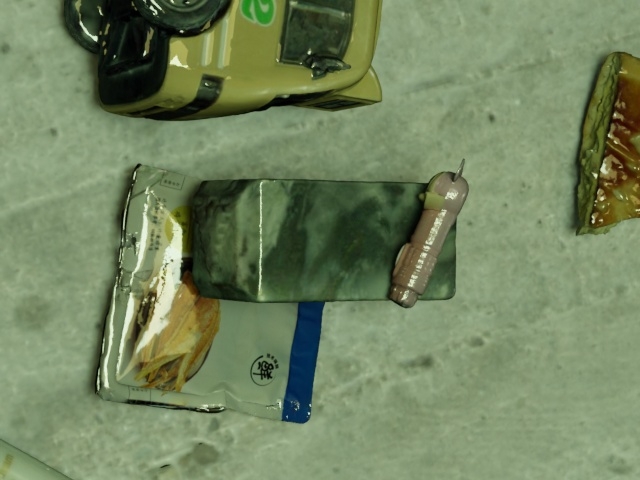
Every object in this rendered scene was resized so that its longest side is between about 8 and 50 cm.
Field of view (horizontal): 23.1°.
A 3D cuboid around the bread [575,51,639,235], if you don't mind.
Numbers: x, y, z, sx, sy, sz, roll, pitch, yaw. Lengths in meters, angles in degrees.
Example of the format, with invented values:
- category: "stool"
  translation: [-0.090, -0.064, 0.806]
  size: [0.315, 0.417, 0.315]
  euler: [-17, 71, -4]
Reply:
- category: "bread"
  translation: [0.250, -0.084, 1.244]
  size: [0.154, 0.054, 0.136]
  euler: [-20, 99, -23]

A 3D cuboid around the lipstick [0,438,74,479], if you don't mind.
- category: "lipstick"
  translation: [-0.152, 0.215, 1.106]
  size: [0.264, 0.059, 0.059]
  euler: [33, 80, -16]

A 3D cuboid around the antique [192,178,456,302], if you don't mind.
- category: "antique"
  translation: [0.000, 0.000, 1.120]
  size: [0.183, 0.088, 0.086]
  euler: [0, 90, -32]

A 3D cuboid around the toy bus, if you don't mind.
- category: "toy bus"
  translation: [-0.049, -0.260, 1.074]
  size: [0.202, 0.177, 0.365]
  euler: [7, 87, -25]

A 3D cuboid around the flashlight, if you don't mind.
- category: "flashlight"
  translation: [0.074, -0.006, 1.097]
  size: [0.031, 0.052, 0.110]
  euler: [24, 83, 6]

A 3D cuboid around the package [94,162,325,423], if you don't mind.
- category: "package"
  translation: [-0.071, 0.041, 1.145]
  size: [0.173, 0.027, 0.171]
  euler: [9, 86, -24]
